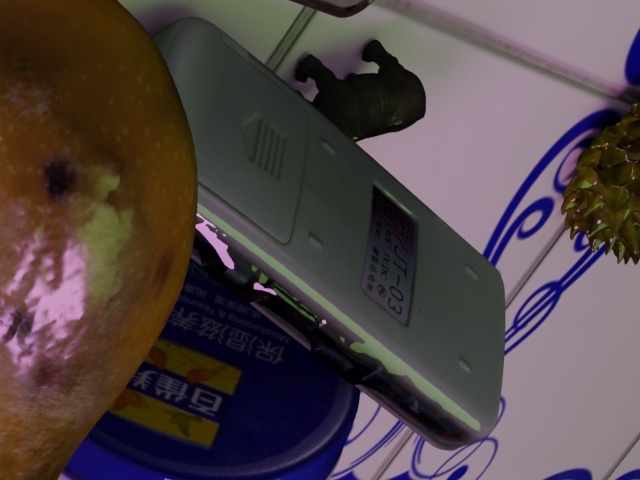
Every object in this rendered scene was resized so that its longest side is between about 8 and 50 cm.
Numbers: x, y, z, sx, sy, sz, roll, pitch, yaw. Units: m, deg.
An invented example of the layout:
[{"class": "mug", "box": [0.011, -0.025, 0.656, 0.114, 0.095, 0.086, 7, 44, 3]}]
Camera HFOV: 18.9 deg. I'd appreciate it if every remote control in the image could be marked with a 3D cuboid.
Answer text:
[{"class": "remote control", "box": [0.000, 0.000, 1.099, 0.056, 0.140, 0.296, -28, 129, 33]}]

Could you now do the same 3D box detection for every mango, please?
[{"class": "mango", "box": [-0.170, 0.019, 0.957, 0.176, 0.176, 0.329, -4, 136, -35]}]

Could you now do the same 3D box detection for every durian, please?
[{"class": "durian", "box": [0.319, -0.061, 1.628, 0.355, 0.157, 0.169, -4, 94, -53]}]

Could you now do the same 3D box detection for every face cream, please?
[{"class": "face cream", "box": [-0.087, 0.098, 1.136, 0.206, 0.206, 0.111, -21, 144, -39]}]

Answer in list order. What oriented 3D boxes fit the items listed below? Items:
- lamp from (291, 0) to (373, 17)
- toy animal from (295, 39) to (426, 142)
[{"class": "lamp", "box": [0.017, -0.251, 0.999, 0.269, 0.047, 0.266, -55, 150, 15]}, {"class": "toy animal", "box": [0.007, -0.080, 1.184, 0.136, 0.065, 0.047, -18, 140, -40]}]
